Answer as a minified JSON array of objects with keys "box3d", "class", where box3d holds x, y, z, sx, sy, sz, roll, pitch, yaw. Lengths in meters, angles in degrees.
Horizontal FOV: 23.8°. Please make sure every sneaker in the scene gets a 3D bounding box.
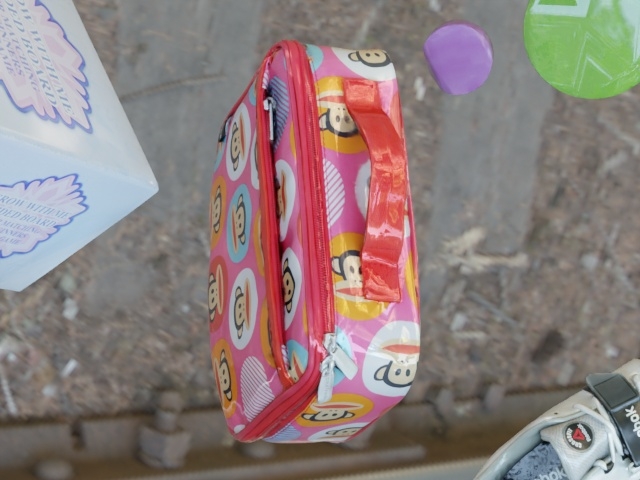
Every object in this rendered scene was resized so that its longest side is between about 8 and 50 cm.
[{"box3d":[0.285,0.191,1.466,0.330,0.122,0.146,-37,162,14],"class":"sneaker"}]

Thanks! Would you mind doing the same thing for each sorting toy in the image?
[{"box3d":[0.278,-0.210,1.410,0.365,0.126,0.127,-11,105,13],"class":"sorting toy"}]

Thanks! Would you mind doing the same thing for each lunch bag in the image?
[{"box3d":[0.000,0.000,1.178,0.120,0.258,0.293,4,67,-21],"class":"lunch bag"}]

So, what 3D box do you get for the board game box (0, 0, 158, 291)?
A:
[{"box3d":[-0.203,-0.153,0.378,0.066,0.319,0.318,-33,160,17],"class":"board game box"}]
